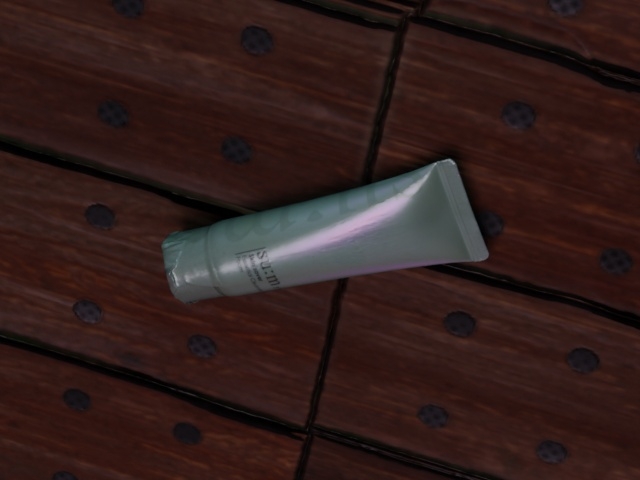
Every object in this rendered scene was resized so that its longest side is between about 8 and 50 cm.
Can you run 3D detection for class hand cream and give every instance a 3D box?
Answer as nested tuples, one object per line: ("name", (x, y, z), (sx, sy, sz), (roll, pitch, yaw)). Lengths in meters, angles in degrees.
("hand cream", (0.000, 0.000, 1.227), (0.205, 0.050, 0.078), (-12, 120, 19))
